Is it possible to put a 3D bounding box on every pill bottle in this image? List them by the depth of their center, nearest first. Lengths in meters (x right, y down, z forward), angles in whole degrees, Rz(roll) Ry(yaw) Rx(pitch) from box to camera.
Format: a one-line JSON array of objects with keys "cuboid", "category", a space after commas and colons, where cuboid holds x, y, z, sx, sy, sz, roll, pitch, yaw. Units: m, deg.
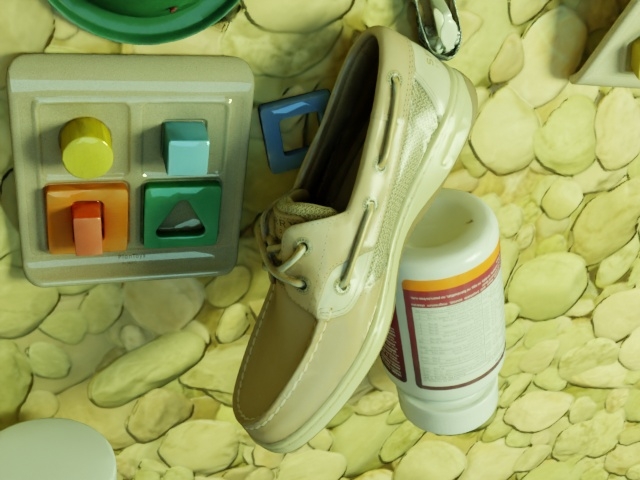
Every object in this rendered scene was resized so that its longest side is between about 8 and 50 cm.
[{"cuboid": [0.110, 0.071, 0.768, 0.121, 0.121, 0.221, -18, 127, -8], "category": "pill bottle"}, {"cuboid": [-0.255, 0.319, 0.775, 0.169, 0.169, 0.301, -3, 122, -18], "category": "pill bottle"}]

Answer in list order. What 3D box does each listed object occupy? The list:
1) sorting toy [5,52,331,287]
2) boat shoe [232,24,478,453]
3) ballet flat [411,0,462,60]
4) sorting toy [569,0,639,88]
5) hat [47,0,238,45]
[{"cuboid": [-0.146, -0.045, 0.646, 0.348, 0.047, 0.195, -3, 123, -17], "category": "sorting toy"}, {"cuboid": [0.000, 0.000, 0.651, 0.110, 0.122, 0.341, 24, 89, -36], "category": "boat shoe"}, {"cuboid": [0.090, -0.190, 0.639, 0.041, 0.041, 0.114, -23, 127, -4], "category": "ballet flat"}, {"cuboid": [0.337, -0.183, 0.674, 0.193, 0.038, 0.208, -1, 151, -19], "category": "sorting toy"}, {"cuboid": [-0.085, -0.185, 0.489, 0.173, 0.183, 0.208, 31, 108, -33], "category": "hat"}]
